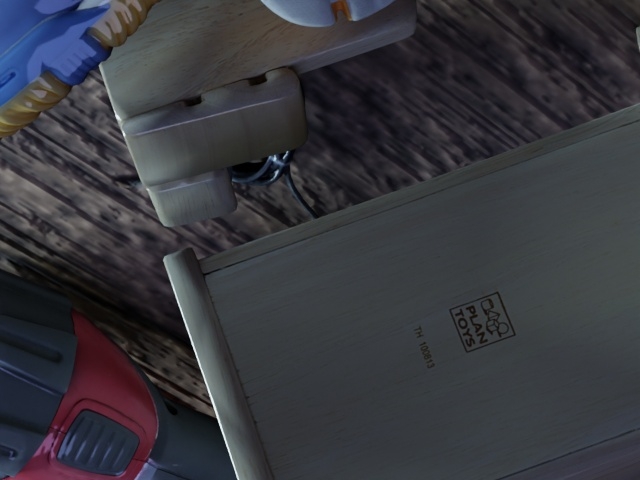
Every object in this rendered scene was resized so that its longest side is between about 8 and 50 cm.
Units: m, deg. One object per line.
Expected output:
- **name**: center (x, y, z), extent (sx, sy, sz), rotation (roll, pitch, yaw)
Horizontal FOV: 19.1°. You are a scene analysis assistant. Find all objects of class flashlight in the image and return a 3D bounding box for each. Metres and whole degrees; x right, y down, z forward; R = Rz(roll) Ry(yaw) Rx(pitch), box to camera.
- **flashlight**: center (-0.062, 0.111, 0.975), extent (0.304, 0.103, 0.103), rotation (25, 145, -31)

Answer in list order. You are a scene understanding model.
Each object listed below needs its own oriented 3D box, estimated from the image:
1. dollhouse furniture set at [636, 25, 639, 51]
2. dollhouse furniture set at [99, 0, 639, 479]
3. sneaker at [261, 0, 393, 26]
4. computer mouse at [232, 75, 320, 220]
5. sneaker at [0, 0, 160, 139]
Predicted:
- **dollhouse furniture set**: center (0.237, -0.028, 0.810), extent (0.144, 0.123, 0.151), rotation (-21, 133, 20)
- **dollhouse furniture set**: center (0.055, 0.049, 0.822), extent (0.198, 0.286, 0.303), rotation (-19, 156, -3)
- **sneaker**: center (0.055, -0.169, 0.696), extent (0.215, 0.083, 0.084), rotation (-31, 135, 4)
- **computer mouse**: center (0.000, 0.000, 0.894), extent (0.071, 0.041, 0.242), rotation (-16, 134, 16)
- **sneaker**: center (-0.072, -0.169, 0.626), extent (0.131, 0.112, 0.296), rotation (33, 106, -19)
